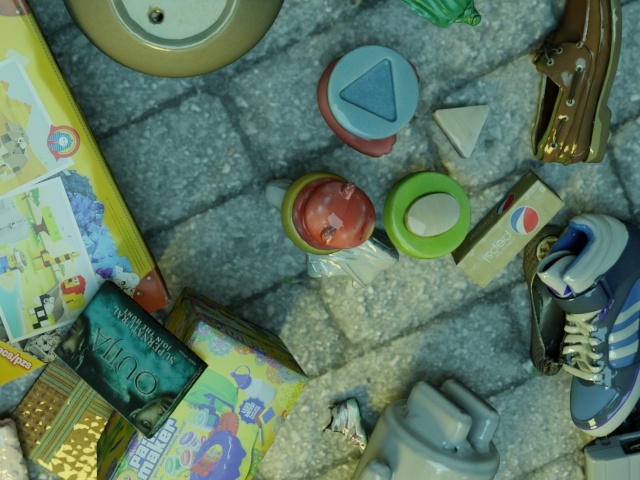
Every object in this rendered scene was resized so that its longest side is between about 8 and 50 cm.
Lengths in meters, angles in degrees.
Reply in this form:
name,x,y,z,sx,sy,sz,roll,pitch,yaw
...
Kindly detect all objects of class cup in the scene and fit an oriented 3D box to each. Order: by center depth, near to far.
name,x,y,z,sx,sy,sz,roll,pitch,yaw
cup,-0.191,-0.352,1.575,0.331,0.237,0.331,-3,112,-7

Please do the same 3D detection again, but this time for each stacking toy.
name,x,y,z,sx,sy,sz,roll,pitch,yaw
stacking toy,0.111,-0.112,1.695,0.279,0.130,0.309,13,88,-13

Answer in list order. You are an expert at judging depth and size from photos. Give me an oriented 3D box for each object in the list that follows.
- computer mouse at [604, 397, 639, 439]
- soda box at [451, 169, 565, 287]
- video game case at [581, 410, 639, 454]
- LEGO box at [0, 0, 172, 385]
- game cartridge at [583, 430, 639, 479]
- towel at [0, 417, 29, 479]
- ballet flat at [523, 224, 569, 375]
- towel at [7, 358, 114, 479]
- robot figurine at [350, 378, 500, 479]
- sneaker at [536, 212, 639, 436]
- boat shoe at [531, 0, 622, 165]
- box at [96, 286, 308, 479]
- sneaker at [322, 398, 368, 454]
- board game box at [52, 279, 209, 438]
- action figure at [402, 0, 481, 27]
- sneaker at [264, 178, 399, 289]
name,x,y,z,sx,sy,sz,roll,pitch,yaw
computer mouse,0.576,0.237,1.908,0.272,0.072,0.188,-11,100,6
soda box,0.283,-0.017,1.828,0.061,0.058,0.181,39,103,-15
video game case,0.593,0.391,2.012,0.196,0.026,0.274,-37,109,10
LEGO box,-0.483,-0.071,1.657,0.372,0.193,0.500,-26,110,-7
game cartridge,0.575,0.372,1.931,0.297,0.062,0.198,-12,127,3
towel,-0.611,0.447,1.934,0.317,0.053,0.332,-5,113,3
ballet flat,0.359,0.099,1.874,0.084,0.058,0.250,-3,110,-3
towel,-0.293,0.312,1.928,0.370,0.040,0.271,35,104,-12
robot figurine,0.150,0.392,1.893,0.300,0.200,0.353,5,115,-42
sneaker,0.388,0.116,1.804,0.236,0.130,0.323,21,92,-29
boat shoe,0.360,-0.252,1.717,0.104,0.111,0.307,-2,110,-4
box,-0.183,0.252,1.750,0.177,0.279,0.290,30,92,-13
sneaker,0.038,0.307,1.946,0.069,0.038,0.098,-15,101,4
board game box,-0.255,0.158,1.604,0.186,0.026,0.126,38,94,20
action figure,0.134,-0.376,1.685,0.232,0.063,0.137,38,102,-11
sneaker,0.000,0.000,1.804,0.232,0.090,0.115,35,108,-13
